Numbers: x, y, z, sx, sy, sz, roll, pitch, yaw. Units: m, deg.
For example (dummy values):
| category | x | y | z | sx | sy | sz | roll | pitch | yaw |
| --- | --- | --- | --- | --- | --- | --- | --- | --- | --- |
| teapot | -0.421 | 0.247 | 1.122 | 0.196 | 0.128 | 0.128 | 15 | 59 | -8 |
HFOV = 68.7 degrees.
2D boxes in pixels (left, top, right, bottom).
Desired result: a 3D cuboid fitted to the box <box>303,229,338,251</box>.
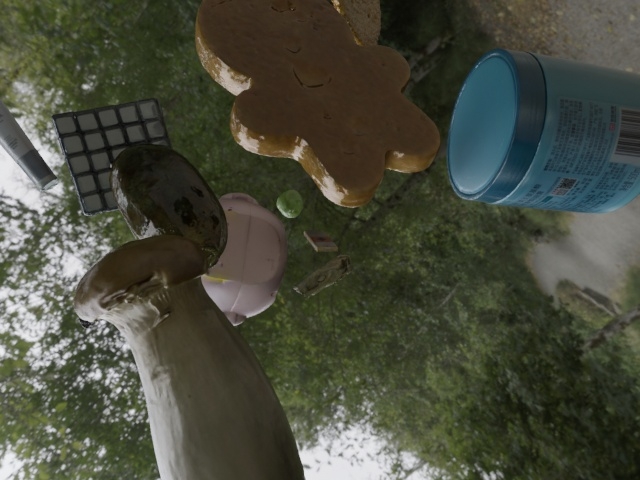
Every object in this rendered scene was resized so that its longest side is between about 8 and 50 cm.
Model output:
| category | x | y | z | sx | sy | sz | roll | pitch | yaw |
| --- | --- | --- | --- | --- | --- | --- | --- | --- | --- |
| box | 0.000 | 0.000 | 0.962 | 0.046 | 0.012 | 0.083 | 0 | -156 | -22 |

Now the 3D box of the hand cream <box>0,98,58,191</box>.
| category | x | y | z | sx | sy | sz | roll | pitch | yaw |
| --- | --- | --- | --- | --- | --- | --- | --- | --- | --- |
| hand cream | -0.755 | -0.238 | 1.172 | 0.255 | 0.079 | 0.048 | 52 | 180 | -4 |

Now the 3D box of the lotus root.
| category | x | y | z | sx | sy | sz | roll | pitch | yaw |
| --- | --- | --- | --- | --- | --- | --- | --- | --- | --- |
| lotus root | -0.264 | -0.064 | 0.820 | 0.160 | 0.152 | 0.275 | -24 | -120 | -29 |

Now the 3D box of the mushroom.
| category | x | y | z | sx | sy | sz | roll | pitch | yaw |
| --- | --- | --- | --- | --- | --- | --- | --- | --- | --- |
| mushroom | -0.096 | 0.162 | 0.417 | 0.128 | 0.128 | 0.350 | -73 | -38 | -76 |

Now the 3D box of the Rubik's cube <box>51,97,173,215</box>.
| category | x | y | z | sx | sy | sz | roll | pitch | yaw |
| --- | --- | --- | --- | --- | --- | --- | --- | --- | --- |
| Rubik's cube | -0.490 | -0.207 | 1.160 | 0.237 | 0.236 | 0.238 | -157 | 50 | -67 |

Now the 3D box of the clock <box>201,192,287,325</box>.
| category | x | y | z | sx | sy | sz | roll | pitch | yaw |
| --- | --- | --- | --- | --- | --- | --- | --- | --- | --- |
| clock | -0.248 | 0.062 | 1.328 | 0.250 | 0.369 | 0.376 | 12 | 162 | -23 |

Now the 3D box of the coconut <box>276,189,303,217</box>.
| category | x | y | z | sx | sy | sz | roll | pitch | yaw |
| --- | --- | --- | --- | --- | --- | --- | --- | --- | --- |
| coconut | -0.096 | -0.120 | 1.491 | 0.088 | 0.088 | 0.096 | 24 | -149 | -55 |

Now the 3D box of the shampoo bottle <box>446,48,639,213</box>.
| category | x | y | z | sx | sy | sz | roll | pitch | yaw |
| --- | --- | --- | --- | --- | --- | --- | --- | --- | --- |
| shampoo bottle | 0.514 | -0.235 | 1.062 | 0.342 | 0.331 | 0.331 | 6 | -159 | -8 |

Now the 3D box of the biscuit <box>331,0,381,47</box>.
| category | x | y | z | sx | sy | sz | roll | pitch | yaw |
| --- | --- | --- | --- | --- | --- | --- | --- | --- | --- |
| biscuit | 0.070 | -0.523 | 0.978 | 0.254 | 0.035 | 0.254 | 12 | -103 | -60 |

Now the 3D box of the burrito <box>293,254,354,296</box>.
| category | x | y | z | sx | sy | sz | roll | pitch | yaw |
| --- | --- | --- | --- | --- | --- | --- | --- | --- | --- |
| burrito | 0.007 | 0.075 | 0.942 | 0.041 | 0.149 | 0.055 | 40 | 147 | 31 |

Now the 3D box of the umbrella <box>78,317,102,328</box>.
| category | x | y | z | sx | sy | sz | roll | pitch | yaw |
| --- | --- | --- | --- | --- | --- | --- | --- | --- | --- |
| umbrella | -0.431 | 0.131 | 0.953 | 0.040 | 0.144 | 0.037 | 46 | -166 | -29 |

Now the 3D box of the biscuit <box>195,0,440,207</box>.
| category | x | y | z | sx | sy | sz | roll | pitch | yaw |
| --- | --- | --- | --- | --- | --- | --- | --- | --- | --- |
| biscuit | -0.013 | -0.200 | 0.594 | 0.355 | 0.275 | 0.052 | 48 | 149 | 13 |
